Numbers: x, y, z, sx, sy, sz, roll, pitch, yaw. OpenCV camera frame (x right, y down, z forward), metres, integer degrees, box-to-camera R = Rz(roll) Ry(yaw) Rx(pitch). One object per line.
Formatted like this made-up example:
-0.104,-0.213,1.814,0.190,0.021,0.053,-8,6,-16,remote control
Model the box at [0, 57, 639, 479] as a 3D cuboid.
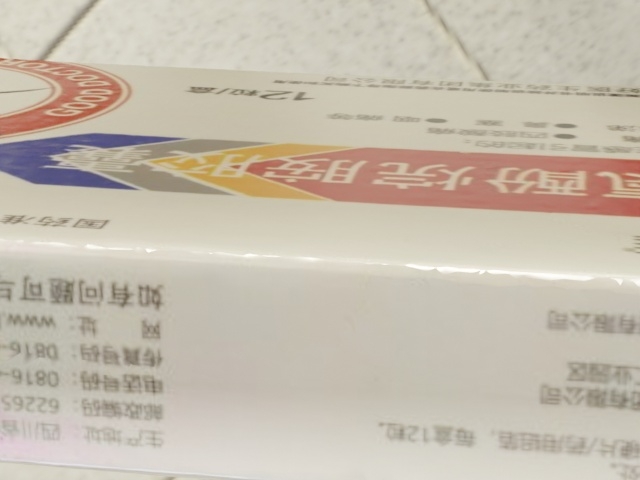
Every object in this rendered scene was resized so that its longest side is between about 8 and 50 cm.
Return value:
0.000,0.000,0.500,0.353,0.214,0.069,2,107,8,box
